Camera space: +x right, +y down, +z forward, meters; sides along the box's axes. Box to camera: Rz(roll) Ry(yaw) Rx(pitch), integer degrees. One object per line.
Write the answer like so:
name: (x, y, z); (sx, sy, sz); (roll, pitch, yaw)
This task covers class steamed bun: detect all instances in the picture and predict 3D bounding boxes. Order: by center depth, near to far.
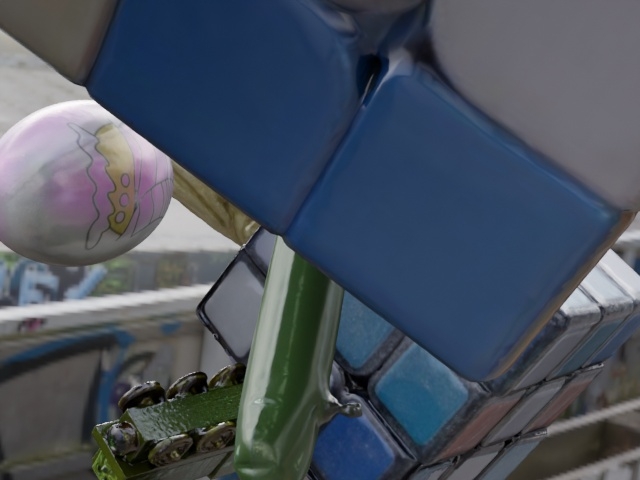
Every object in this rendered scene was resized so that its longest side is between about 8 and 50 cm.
steamed bun: (-0.099, -0.081, 1.881); (0.428, 0.189, 0.247); (37, 17, -37)

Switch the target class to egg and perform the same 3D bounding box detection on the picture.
egg: (-0.278, -0.066, 1.364); (0.196, 0.196, 0.271); (9, 5, 8)

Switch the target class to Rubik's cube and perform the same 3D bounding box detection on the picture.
Rubik's cube: (0.077, -0.215, 0.548); (0.347, 0.347, 0.344); (36, 36, 7)
Rubik's cube: (0.135, 0.083, 1.422); (0.362, 0.358, 0.363); (47, 26, 27)

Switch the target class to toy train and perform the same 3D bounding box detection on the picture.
toy train: (-0.146, 0.209, 1.278); (0.226, 0.137, 0.090); (-7, 53, -45)

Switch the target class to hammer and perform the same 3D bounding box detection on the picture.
hammer: (0.000, 0.000, 0.735); (0.119, 0.335, 0.206); (-13, -38, 34)
